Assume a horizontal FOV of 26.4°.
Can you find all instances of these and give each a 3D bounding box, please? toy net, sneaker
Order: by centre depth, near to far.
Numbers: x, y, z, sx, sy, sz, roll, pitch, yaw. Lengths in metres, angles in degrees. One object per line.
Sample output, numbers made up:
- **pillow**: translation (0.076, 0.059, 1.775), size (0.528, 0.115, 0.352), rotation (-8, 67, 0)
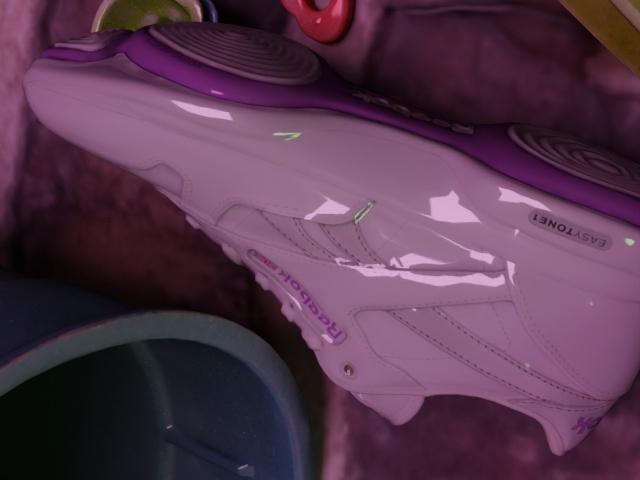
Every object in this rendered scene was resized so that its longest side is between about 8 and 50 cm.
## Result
- **sneaker**: translation (0.000, 0.000, 0.596), size (0.305, 0.114, 0.152), rotation (21, 114, 12)
- **toy net**: translation (-0.038, -0.167, 0.649), size (0.122, 0.045, 0.232), rotation (17, 106, 26)

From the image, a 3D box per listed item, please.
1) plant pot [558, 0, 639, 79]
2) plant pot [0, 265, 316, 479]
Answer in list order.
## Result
- **plant pot**: translation (0.155, -0.214, 0.429), size (0.293, 0.275, 0.275), rotation (-45, 76, 12)
- **plant pot**: translation (-0.238, 0.129, 0.665), size (0.334, 0.341, 0.341), rotation (25, 110, 32)
